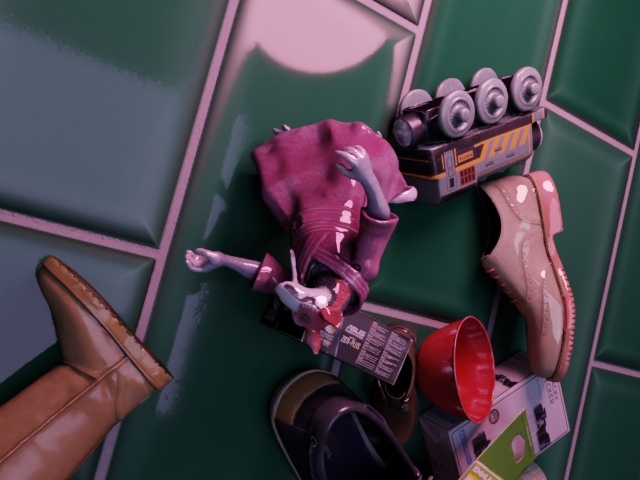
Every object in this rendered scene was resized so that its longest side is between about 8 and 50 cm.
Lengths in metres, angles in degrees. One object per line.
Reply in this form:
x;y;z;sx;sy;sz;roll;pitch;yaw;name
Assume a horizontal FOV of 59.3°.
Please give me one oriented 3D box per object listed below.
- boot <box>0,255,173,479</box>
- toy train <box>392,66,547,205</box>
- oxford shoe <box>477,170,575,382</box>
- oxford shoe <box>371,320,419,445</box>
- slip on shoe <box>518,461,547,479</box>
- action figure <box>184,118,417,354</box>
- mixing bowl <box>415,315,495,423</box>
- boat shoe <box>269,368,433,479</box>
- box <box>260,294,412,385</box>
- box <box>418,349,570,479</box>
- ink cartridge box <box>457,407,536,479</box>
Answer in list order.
-0.353;0.185;0.683;0.269;0.089;0.236;-41;93;-17;boot
0.270;-0.192;0.999;0.334;0.142;0.190;-23;116;-28;toy train
0.378;0.070;1.066;0.147;0.140;0.396;-5;80;-1;oxford shoe
0.120;0.258;0.940;0.083;0.096;0.227;0;107;14;oxford shoe
0.353;0.574;1.098;0.123;0.101;0.331;43;56;-7;slip on shoe
0.000;0.000;0.772;0.275;0.248;0.369;50;29;-42;action figure
0.231;0.228;0.997;0.182;0.098;0.181;17;68;-50;mixing bowl
0.089;0.428;0.916;0.187;0.156;0.499;-36;110;-24;boat shoe
0.022;0.139;0.866;0.180;0.147;0.077;31;79;-26;box
0.341;0.353;1.085;0.290;0.087;0.169;-21;103;-26;box
0.315;0.442;0.951;0.255;0.097;0.188;-40;129;-19;ink cartridge box
